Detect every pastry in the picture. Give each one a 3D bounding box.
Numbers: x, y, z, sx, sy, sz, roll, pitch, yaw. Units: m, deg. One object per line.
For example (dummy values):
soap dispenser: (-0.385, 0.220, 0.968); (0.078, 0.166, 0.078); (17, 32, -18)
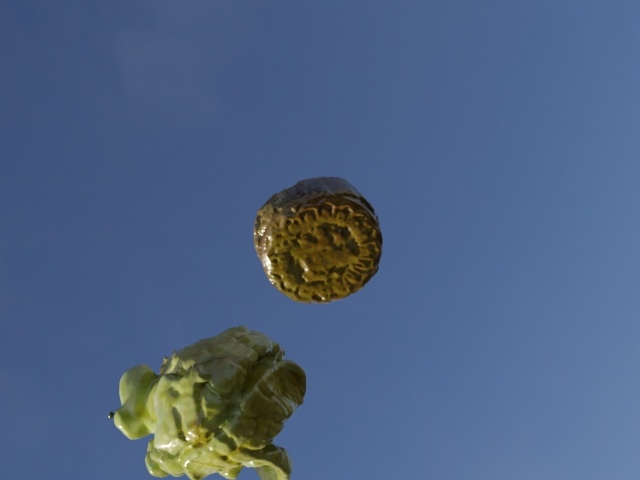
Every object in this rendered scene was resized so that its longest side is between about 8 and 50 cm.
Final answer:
pastry: (0.000, 0.000, 1.090); (0.109, 0.057, 0.097); (34, -79, -22)

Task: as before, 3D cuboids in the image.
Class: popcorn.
popcorn: (-0.083, 0.133, 1.188); (0.141, 0.162, 0.135); (-48, -22, -33)
